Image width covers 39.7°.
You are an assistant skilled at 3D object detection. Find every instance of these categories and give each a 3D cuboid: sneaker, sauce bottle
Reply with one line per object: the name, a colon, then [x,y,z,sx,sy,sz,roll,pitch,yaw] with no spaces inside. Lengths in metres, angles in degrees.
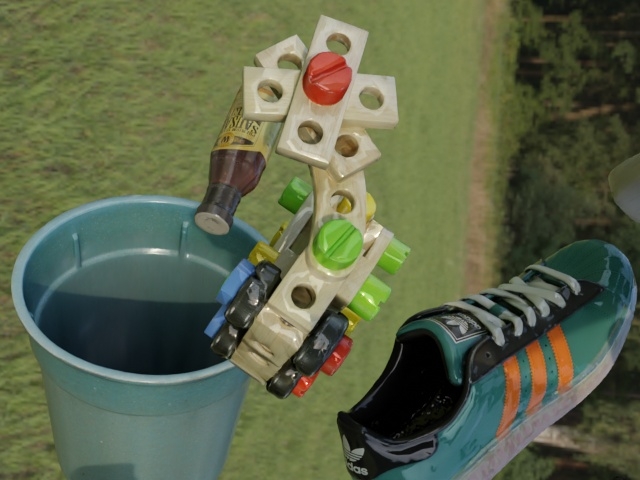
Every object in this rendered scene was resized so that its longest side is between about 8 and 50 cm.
sneaker: [0.138,0.088,0.708,0.302,0.108,0.121,-43,126,-16]
sauce bottle: [-0.056,-0.062,0.633,0.042,0.042,0.128,78,24,-53]

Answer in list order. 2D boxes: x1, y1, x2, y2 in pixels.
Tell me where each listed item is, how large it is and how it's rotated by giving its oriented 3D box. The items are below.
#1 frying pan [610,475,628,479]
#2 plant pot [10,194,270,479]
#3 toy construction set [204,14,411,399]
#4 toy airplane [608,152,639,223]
frying pan: [0.112,0.148,0.312,0.053,0.197,0.326,-59,-163,6]
plant pot: [-0.233,0.173,1.206,0.341,0.341,0.334,-72,175,-52]
toy construction set: [0.000,0.000,0.668,0.215,0.151,0.328,-55,165,-22]
toy airplane: [0.336,0.025,0.593,0.386,0.384,0.272,-30,167,-44]
